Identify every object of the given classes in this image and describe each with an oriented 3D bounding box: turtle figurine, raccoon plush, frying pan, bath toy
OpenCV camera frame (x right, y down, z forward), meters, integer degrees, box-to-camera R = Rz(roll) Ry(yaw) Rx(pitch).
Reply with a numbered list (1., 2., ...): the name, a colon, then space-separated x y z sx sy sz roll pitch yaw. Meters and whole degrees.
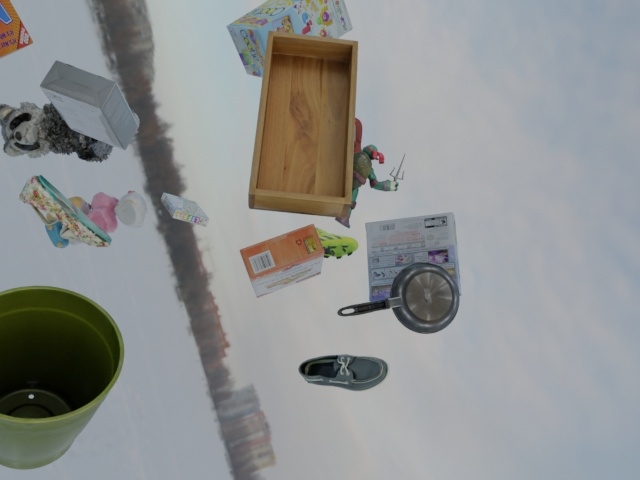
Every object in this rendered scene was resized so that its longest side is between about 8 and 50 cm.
1. turtle figurine: 0.090 -0.157 1.653 0.175 0.234 0.118 40 5 38
2. raccoon plush: -0.814 -0.344 2.159 0.446 0.299 0.216 3 85 -80
3. frying pan: 0.223 0.138 1.794 0.053 0.326 0.197 137 -35 -77
4. bath toy: -0.686 -0.082 2.091 0.129 0.348 0.151 -49 125 -68

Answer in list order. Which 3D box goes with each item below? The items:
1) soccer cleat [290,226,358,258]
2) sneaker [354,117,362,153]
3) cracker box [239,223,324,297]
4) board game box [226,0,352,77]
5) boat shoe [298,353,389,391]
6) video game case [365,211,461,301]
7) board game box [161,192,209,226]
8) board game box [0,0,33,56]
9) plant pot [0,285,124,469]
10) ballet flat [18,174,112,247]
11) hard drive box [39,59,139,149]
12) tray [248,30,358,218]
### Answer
1. soccer cleat: -0.001 -0.001 2.271 0.093 0.289 0.121 47 48 -45
2. sneaker: 0.082 -0.286 2.105 0.128 0.087 0.221 -128 -137 -65
3. cracker box: -0.077 0.048 1.395 0.232 0.155 0.067 97 -28 -76
4. board game box: -0.077 -0.551 1.725 0.142 0.275 0.144 26 -32 47
5. boat shoe: 0.071 0.434 2.216 0.099 0.319 0.116 36 54 -51
6. video game case: 0.275 0.055 1.994 0.061 0.269 0.244 33 53 -66
7. board game box: -0.391 -0.090 1.920 0.154 0.103 0.026 42 -68 57
8. board game box: -1.122 -0.613 1.850 0.356 0.356 0.356 66 28 -23
9. plant pot: -0.685 0.360 1.602 0.366 0.366 0.353 64 -37 36
10. ballet flat: -0.598 -0.053 1.558 0.241 0.077 0.091 48 -1 -28
11. hard drive box: -0.615 -0.358 1.798 0.232 0.181 0.089 94 19 -71
12. tray: -0.031 -0.252 1.420 0.076 0.203 0.411 103 -8 -64
